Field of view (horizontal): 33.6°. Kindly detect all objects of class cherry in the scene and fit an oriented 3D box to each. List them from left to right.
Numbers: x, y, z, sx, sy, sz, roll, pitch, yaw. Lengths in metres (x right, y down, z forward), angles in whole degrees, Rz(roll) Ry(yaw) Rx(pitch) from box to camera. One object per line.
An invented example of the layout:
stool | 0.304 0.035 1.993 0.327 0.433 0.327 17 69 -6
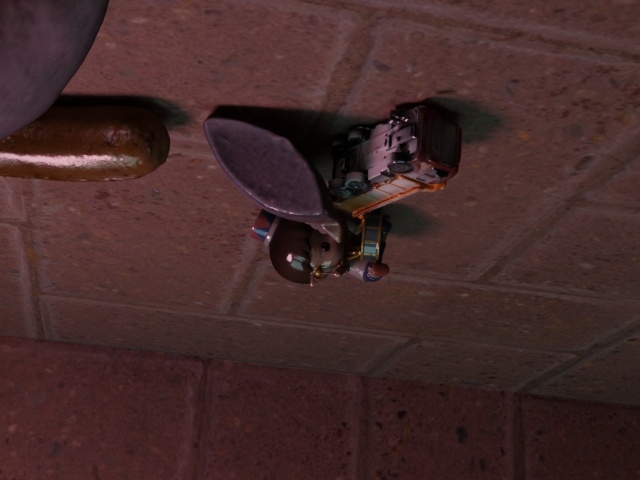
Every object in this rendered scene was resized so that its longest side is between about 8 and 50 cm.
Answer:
cherry | -0.395 -0.258 1.202 0.335 0.291 0.326 -28 160 -13

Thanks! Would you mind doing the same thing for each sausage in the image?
sausage | -0.492 -0.164 1.702 0.501 0.123 0.136 5 157 -1

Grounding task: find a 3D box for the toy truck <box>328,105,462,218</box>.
toy truck | 0.113 -0.123 1.720 0.135 0.114 0.270 17 158 -32

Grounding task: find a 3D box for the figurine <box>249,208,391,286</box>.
figurine | 0.000 0.007 2.047 0.276 0.161 0.158 2 136 2

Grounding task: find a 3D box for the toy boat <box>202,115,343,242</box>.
toy boat | -0.060 -0.091 1.757 0.276 0.111 0.293 37 177 25
